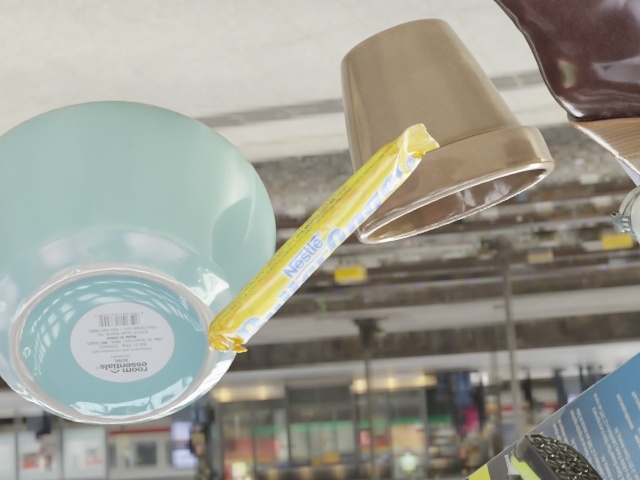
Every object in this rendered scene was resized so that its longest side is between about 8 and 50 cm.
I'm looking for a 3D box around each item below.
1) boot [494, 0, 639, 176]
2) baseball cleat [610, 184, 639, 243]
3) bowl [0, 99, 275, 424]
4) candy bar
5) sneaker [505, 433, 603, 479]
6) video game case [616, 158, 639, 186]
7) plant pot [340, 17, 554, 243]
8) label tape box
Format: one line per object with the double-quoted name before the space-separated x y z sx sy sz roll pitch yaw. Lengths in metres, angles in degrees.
"boot" 0.220 -0.149 0.791 0.090 0.207 0.248 -49 -167 -34
"baseball cleat" 0.269 -0.038 0.723 0.206 0.072 0.109 -9 -173 -5
"bowl" -0.188 0.047 1.145 0.311 0.311 0.163 -3 -145 -6
"candy bar" 0.000 0.000 0.661 0.161 0.018 0.040 -46 159 7
"sneaker" 0.205 0.251 1.035 0.084 0.097 0.235 20 -164 -15
"video game case" 0.476 -0.106 1.380 0.036 0.329 0.300 -25 164 -40
"plant pot" 0.134 -0.146 1.580 0.263 0.229 0.263 -19 171 -3
"label tape box" 0.273 0.293 1.281 0.347 0.115 0.249 -42 -158 17
